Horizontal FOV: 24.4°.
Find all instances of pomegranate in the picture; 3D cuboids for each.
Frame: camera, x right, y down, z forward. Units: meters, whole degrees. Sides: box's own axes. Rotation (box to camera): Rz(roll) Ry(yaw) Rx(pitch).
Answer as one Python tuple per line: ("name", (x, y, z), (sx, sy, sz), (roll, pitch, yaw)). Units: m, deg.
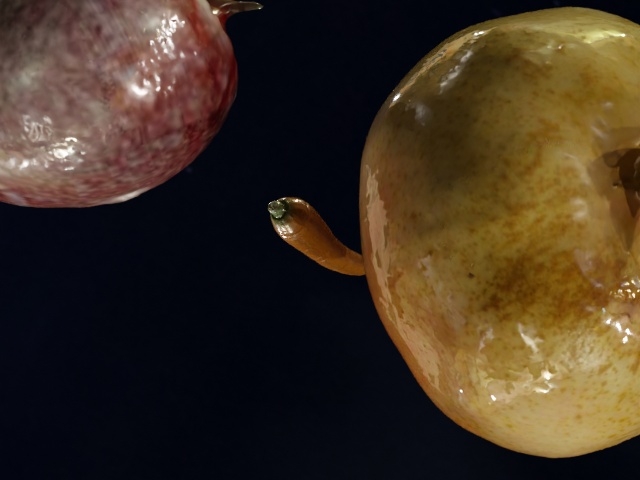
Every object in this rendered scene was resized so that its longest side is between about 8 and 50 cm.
("pomegranate", (0.169, -0.008, 1.001), (0.319, 0.319, 0.319), (-20, -123, 34))

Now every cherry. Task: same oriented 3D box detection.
("cherry", (-0.185, -0.130, 1.124), (0.300, 0.203, 0.230), (-20, -151, 1))

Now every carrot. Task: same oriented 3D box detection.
("carrot", (0.000, 0.000, 1.200), (0.035, 0.142, 0.035), (-18, -124, 28))
